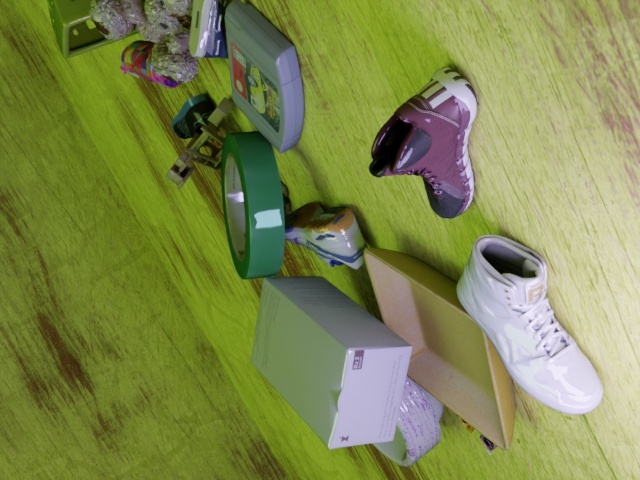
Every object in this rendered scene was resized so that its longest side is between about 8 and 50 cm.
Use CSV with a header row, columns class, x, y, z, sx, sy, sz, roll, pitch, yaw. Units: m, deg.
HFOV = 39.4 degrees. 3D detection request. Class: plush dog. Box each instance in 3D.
class,x,y,z,sx,sy,sz,roll,pitch,yaw
plush dog,-0.310,-0.483,1.856,0.262,0.211,0.225,36,155,-28

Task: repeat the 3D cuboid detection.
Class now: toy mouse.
class,x,y,z,sx,sy,sz,roll,pitch,yaw
toy mouse,0.329,0.370,1.796,0.161,0.031,0.143,60,160,-9

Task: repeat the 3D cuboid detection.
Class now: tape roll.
class,x,y,z,sx,sy,sz,roll,pitch,yaw
tape roll,-0.152,-0.078,1.959,0.321,0.077,0.321,174,90,-75

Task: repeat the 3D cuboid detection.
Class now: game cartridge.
class,x,y,z,sx,sy,sz,roll,pitch,yaw
game cartridge,-0.108,-0.311,1.767,0.196,0.060,0.294,44,157,23

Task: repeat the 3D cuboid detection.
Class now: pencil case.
class,x,y,z,sx,sy,sz,roll,pitch,yaw
pencil case,-0.418,-0.440,2.231,0.236,0.104,0.104,24,142,55

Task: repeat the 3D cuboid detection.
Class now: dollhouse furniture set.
class,x,y,z,sx,sy,sz,roll,pitch,yaw
dollhouse furniture set,-0.252,-0.207,2.068,0.101,0.161,0.182,37,144,-12

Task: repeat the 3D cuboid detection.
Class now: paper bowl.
class,x,y,z,sx,sy,sz,roll,pitch,yaw
paper bowl,0.162,0.346,1.983,0.284,0.148,0.284,48,158,27

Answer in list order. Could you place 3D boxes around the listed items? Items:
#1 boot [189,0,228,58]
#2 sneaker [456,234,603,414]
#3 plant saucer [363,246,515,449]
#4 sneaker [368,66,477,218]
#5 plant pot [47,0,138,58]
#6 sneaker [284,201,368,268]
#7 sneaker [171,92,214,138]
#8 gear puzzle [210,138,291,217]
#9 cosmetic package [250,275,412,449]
class,x,y,z,sx,sy,sz,roll,pitch,yaw
boot,-0.203,-0.453,1.763,0.069,0.086,0.190,47,131,47
sneaker,0.316,0.121,1.339,0.292,0.108,0.169,48,160,25
plant saucer,0.237,0.180,1.655,0.333,0.081,0.333,34,151,47
sneaker,0.139,-0.112,1.316,0.106,0.162,0.281,42,155,36
plant pot,-0.554,-0.597,2.142,0.207,0.227,0.228,64,161,2
sneaker,0.000,0.000,1.898,0.131,0.112,0.296,59,164,-19
sneaker,-0.313,-0.285,2.242,0.090,0.081,0.232,63,160,4
gear puzzle,-0.185,-0.156,2.188,0.339,0.044,0.175,43,156,34
cosmetic package,0.009,0.235,1.833,0.385,0.156,0.217,36,121,54
